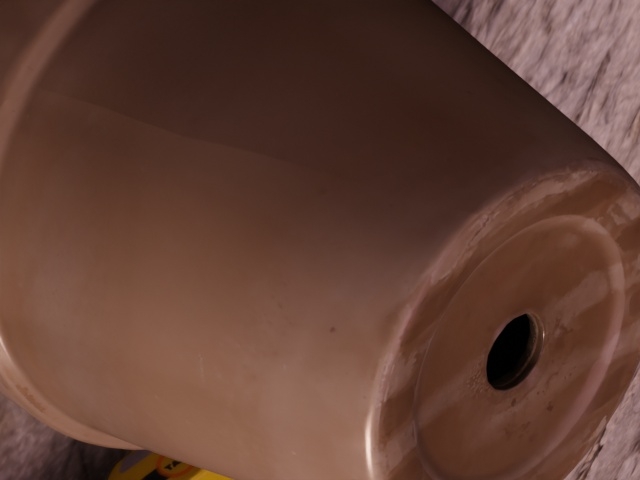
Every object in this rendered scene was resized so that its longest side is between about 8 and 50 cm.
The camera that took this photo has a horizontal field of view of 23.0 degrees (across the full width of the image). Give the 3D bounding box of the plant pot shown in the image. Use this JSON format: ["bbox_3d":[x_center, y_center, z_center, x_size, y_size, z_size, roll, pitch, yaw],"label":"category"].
[{"bbox_3d":[0.000,0.000,0.786,0.323,0.280,0.323,-21,125,-34],"label":"plant pot"}]

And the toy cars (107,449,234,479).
[{"bbox_3d":[-0.052,0.075,1.053,0.176,0.087,0.393,22,97,-49],"label":"toy cars"}]
